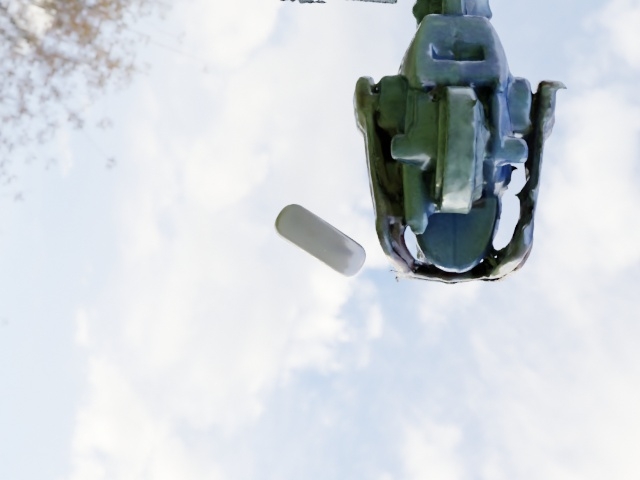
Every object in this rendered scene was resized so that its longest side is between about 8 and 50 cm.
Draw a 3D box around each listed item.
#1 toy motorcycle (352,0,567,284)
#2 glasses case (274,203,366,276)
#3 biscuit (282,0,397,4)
[{"bbox_3d":[0.107,-0.101,1.055,0.319,0.182,0.241,-83,-160,-44],"label":"toy motorcycle"},{"bbox_3d":[0.000,0.000,0.922,0.032,0.083,0.021,-59,-169,-3],"label":"glasses case"},{"bbox_3d":[-0.051,-0.262,1.008,0.250,0.147,0.046,33,-61,46],"label":"biscuit"}]
